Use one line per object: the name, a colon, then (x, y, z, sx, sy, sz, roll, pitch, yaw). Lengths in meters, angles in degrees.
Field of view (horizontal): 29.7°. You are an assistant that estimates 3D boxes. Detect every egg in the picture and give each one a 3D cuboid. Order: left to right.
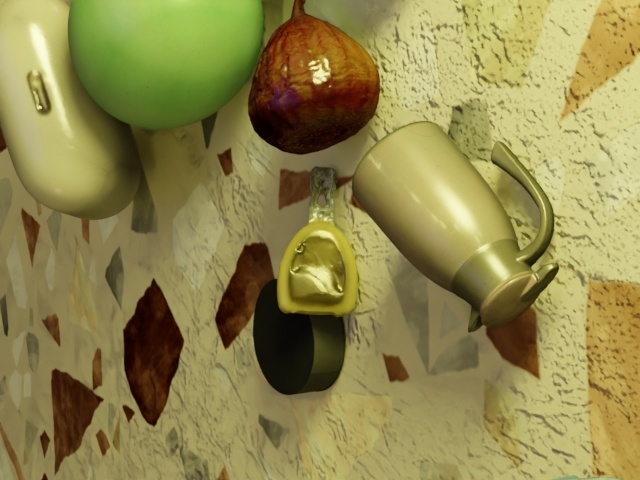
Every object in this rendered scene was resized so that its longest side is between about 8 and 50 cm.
egg: (-0.180, -0.243, 1.396, 0.269, 0.220, 0.220, 140, 119, -63)

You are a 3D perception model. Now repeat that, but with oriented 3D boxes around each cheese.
cheese: (0.000, 0.000, 1.302, 0.036, 0.086, 0.162, 64, -151, -77)

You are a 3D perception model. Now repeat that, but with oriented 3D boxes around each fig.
fig: (-0.012, -0.196, 1.242, 0.146, 0.134, 0.201, -19, 69, 46)

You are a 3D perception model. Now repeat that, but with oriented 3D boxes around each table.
table: (-0.026, 0.107, 1.367, 0.133, 0.043, 0.133, 9, 101, 56)

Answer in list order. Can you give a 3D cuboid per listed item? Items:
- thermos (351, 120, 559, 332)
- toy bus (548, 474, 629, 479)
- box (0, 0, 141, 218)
thermos: (0.132, -0.019, 1.074, 0.137, 0.105, 0.193, -44, 56, 12)
toy bus: (0.201, 0.345, 0.935, 0.294, 0.197, 0.232, 67, 153, 22)
box: (-0.340, -0.171, 1.599, 0.349, 0.141, 0.289, 151, 100, -88)
